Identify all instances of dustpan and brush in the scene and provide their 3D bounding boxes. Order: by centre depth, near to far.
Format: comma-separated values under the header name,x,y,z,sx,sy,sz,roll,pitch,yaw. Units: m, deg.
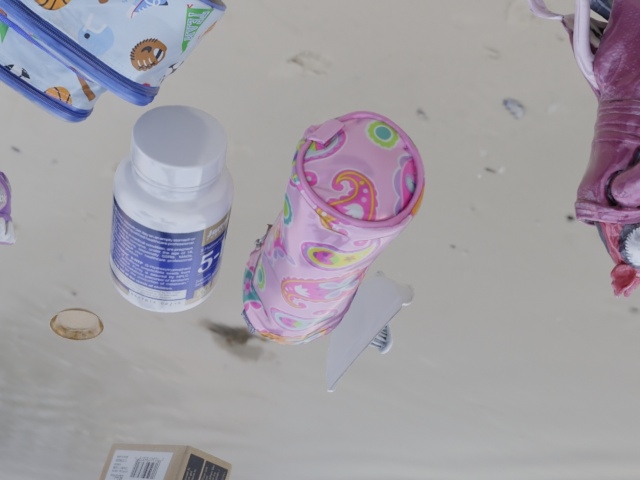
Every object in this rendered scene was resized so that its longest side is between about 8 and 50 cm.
name,x,y,z,sx,sy,sz,roll,pitch,yaw
dustpan and brush,0.063,0.083,1.155,0.060,0.211,0.147,30,113,-20

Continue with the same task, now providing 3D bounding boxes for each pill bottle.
name,x,y,z,sx,sy,sz,roll,pitch,yaw
pill bottle,-0.140,-0.030,0.905,0.112,0.112,0.187,21,137,5

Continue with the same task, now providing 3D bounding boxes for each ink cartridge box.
name,x,y,z,sx,sy,sz,roll,pitch,yaw
ink cartridge box,-0.247,0.395,1.376,0.088,0.193,0.234,33,151,-30

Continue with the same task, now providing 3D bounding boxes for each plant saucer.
name,x,y,z,sx,sy,sz,roll,pitch,yaw
plant saucer,-0.374,0.126,1.481,0.083,0.015,0.083,-3,141,-2

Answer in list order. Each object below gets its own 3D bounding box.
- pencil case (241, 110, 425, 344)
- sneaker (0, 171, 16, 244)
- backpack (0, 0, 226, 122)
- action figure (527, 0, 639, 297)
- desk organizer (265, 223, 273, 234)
name,x,y,z,sx,sy,sz,roll,pitch,yaw
pencil case,0.000,0.000,0.890,0.124,0.124,0.284,25,151,-3
sneaker,-0.425,-0.061,1.136,0.095,0.105,0.236,6,172,2
backpack,-0.202,-0.223,0.757,0.276,0.213,0.263,30,-171,-31
action figure,0.333,-0.123,1.003,0.275,0.370,0.248,16,171,-2
desk organizer,-0.034,0.008,1.577,0.130,0.050,0.047,6,163,40
